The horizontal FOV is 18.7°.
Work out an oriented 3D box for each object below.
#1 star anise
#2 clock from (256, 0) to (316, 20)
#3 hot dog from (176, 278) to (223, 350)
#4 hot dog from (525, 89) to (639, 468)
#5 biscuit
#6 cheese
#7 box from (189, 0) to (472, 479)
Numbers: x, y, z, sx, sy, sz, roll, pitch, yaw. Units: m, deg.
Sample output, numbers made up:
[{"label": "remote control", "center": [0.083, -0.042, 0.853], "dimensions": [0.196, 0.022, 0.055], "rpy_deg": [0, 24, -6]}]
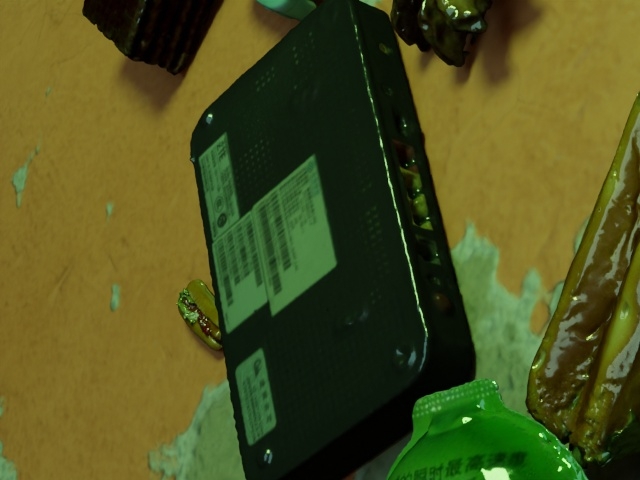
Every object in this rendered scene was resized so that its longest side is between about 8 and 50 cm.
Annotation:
[{"label": "star anise", "center": [0.108, -0.240, 1.408], "dimensions": [0.234, 0.073, 0.177], "rpy_deg": [-60, 32, 26]}, {"label": "clock", "center": [-0.015, -0.261, 1.602], "dimensions": [0.108, 0.045, 0.147], "rpy_deg": [41, 107, 50]}, {"label": "hot dog", "center": [-0.097, 0.059, 1.596], "dimensions": [0.083, 0.021, 0.037], "rpy_deg": [40, 107, 49]}, {"label": "hot dog", "center": [0.201, 0.013, 1.195], "dimensions": [0.115, 0.072, 0.269], "rpy_deg": [30, 101, 52]}, {"label": "biscuit", "center": [-0.105, -0.336, 1.681], "dimensions": [0.107, 0.073, 0.388], "rpy_deg": [45, 121, 47]}, {"label": "cheese", "center": [0.107, 0.247, 1.212], "dimensions": [0.204, 0.083, 0.320], "rpy_deg": [-23, 70, 43]}, {"label": "box", "center": [0.000, 0.000, 1.469], "dimensions": [0.211, 0.058, 0.350], "rpy_deg": [-41, 47, 36]}]
